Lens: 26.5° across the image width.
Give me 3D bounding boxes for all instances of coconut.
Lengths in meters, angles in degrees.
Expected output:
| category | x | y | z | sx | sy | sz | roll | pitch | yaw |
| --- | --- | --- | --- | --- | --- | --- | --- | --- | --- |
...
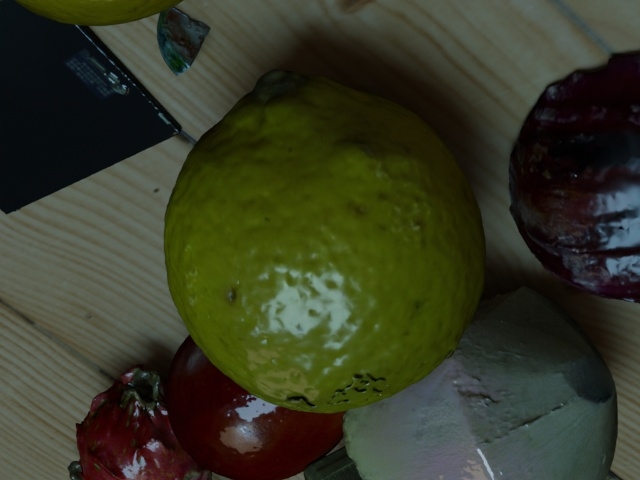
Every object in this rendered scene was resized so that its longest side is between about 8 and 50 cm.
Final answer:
| category | x | y | z | sx | sy | sz | roll | pitch | yaw |
| --- | --- | --- | --- | --- | --- | --- | --- | --- | --- |
| coconut | 0.212 | 0.207 | 1.642 | 0.309 | 0.297 | 0.297 | -28 | 120 | 37 |

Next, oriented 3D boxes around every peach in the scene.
| category | x | y | z | sx | sy | sz | roll | pitch | yaw |
| --- | --- | --- | --- | --- | --- | --- | --- | --- | --- |
| peach | -0.058 | 0.204 | 1.799 | 0.258 | 0.201 | 0.362 | 40 | 134 | -20 |

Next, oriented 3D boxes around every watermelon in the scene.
| category | x | y | z | sx | sy | sz | roll | pitch | yaw |
| --- | --- | --- | --- | --- | --- | --- | --- | --- | --- |
| watermelon | -0.150 | -0.220 | 1.516 | 0.061 | 0.085 | 0.085 | -22 | 130 | -1 |

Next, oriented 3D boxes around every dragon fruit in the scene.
| category | x | y | z | sx | sy | sz | roll | pitch | yaw |
| --- | --- | --- | --- | --- | --- | --- | --- | --- | --- |
| dragon fruit | -0.254 | 0.292 | 1.973 | 0.205 | 0.210 | 0.268 | 2 | 132 | -6 |

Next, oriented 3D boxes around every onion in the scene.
| category | x | y | z | sx | sy | sz | roll | pitch | yaw |
| --- | --- | --- | --- | --- | --- | --- | --- | --- | --- |
| onion | 0.334 | -0.052 | 1.435 | 0.314 | 0.146 | 0.280 | 4 | 132 | 23 |

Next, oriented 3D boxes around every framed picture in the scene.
| category | x | y | z | sx | sy | sz | roll | pitch | yaw |
| --- | --- | --- | --- | --- | --- | --- | --- | --- | --- |
| framed picture | -0.370 | -0.165 | 1.668 | 0.339 | 0.014 | 0.255 | -21 | 125 | 36 |

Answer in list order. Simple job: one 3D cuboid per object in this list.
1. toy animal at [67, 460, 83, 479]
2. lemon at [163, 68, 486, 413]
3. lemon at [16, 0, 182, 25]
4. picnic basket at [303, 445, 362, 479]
| category | x | y | z | sx | sy | sz | roll | pitch | yaw |
| --- | --- | --- | --- | --- | --- | --- | --- | --- | --- |
| toy animal | -0.255 | 0.409 | 2.180 | 0.312 | 0.097 | 0.157 | 21 | 150 | -6 |
| lemon | 0.000 | 0.000 | 1.470 | 0.350 | 0.350 | 0.387 | -11 | 113 | 29 |
| lemon | -0.209 | -0.319 | 1.291 | 0.263 | 0.236 | 0.236 | 24 | 145 | 35 |
| picnic basket | 0.080 | 0.372 | 1.878 | 0.165 | 0.139 | 0.266 | -26 | 155 | -11 |
